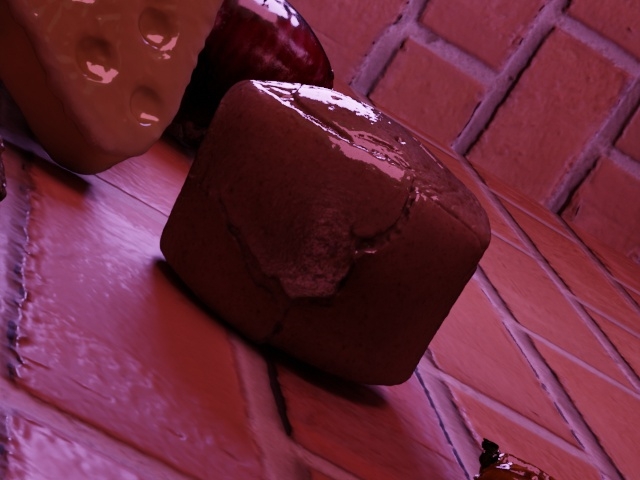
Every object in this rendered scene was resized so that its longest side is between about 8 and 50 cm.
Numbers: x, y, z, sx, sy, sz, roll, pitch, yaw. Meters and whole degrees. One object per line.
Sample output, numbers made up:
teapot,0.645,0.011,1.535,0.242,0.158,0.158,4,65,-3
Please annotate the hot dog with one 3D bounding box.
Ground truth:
hot dog,0.219,0.258,1.713,0.188,0.055,0.072,33,8,-3

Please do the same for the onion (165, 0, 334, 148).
onion,-0.137,-0.225,2.394,0.314,0.232,0.314,30,-14,9

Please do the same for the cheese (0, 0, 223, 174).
cheese,-0.240,-0.245,1.913,0.384,0.384,0.104,26,-27,-35

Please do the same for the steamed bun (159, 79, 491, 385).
steamed bun,0.000,0.000,1.770,0.301,0.251,0.199,29,22,-4

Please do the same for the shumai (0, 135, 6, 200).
shumai,-0.326,-0.087,1.616,0.139,0.105,0.123,-26,103,-67
